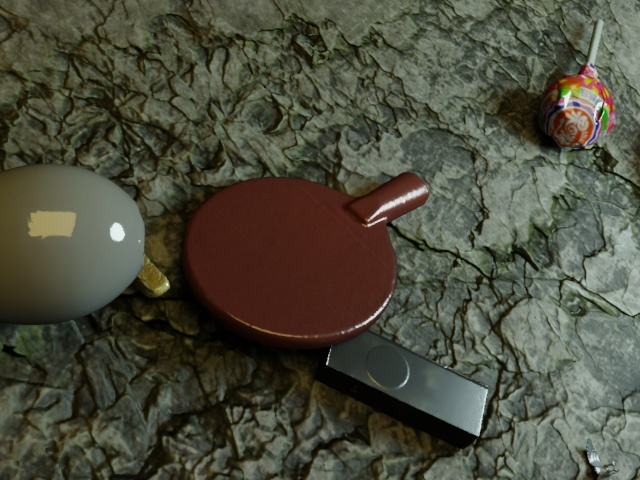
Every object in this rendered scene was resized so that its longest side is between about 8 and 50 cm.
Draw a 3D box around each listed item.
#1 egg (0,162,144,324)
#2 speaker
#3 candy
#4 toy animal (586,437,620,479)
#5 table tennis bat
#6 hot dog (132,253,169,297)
[{"bbox_3d":[-0.310,0.005,1.126,0.231,0.176,0.176,-9,64,-30],"label":"egg"},{"bbox_3d":[0.104,0.179,1.308,0.218,0.044,0.082,27,51,-8],"label":"speaker"},{"bbox_3d":[0.451,-0.284,1.759,0.124,0.124,0.365,31,44,-6],"label":"candy"},{"bbox_3d":[0.380,0.304,1.376,0.050,0.028,0.084,4,58,-15],"label":"toy animal"},{"bbox_3d":[0.000,0.000,1.353,0.268,0.051,0.414,43,46,19],"label":"table tennis bat"},{"bbox_3d":[-0.214,0.040,1.246,0.030,0.034,0.090,-28,55,-27],"label":"hot dog"}]
